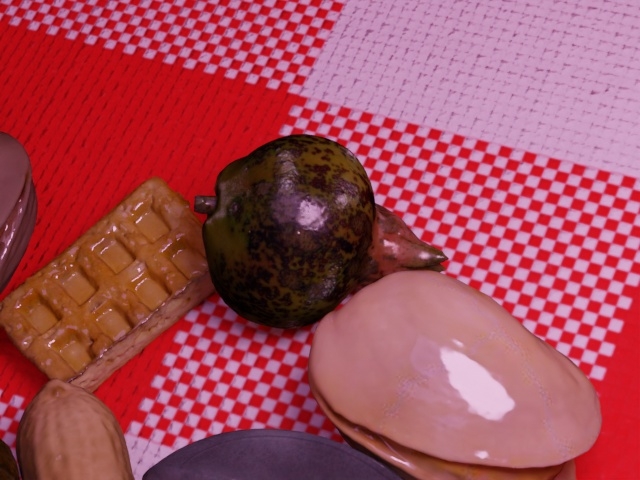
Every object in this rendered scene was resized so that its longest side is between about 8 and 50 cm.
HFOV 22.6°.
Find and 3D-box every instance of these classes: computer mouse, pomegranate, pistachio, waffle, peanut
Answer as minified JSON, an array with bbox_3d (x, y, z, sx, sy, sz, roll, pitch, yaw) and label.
[{"bbox_3d":[-0.005,0.276,1.676,0.370,0.188,0.122,12,60,18],"label":"computer mouse"},{"bbox_3d":[-0.001,-0.014,1.853,0.276,0.222,0.204,-12,58,-29],"label":"pomegranate"},{"bbox_3d":[-0.430,-0.005,1.947,0.197,0.166,0.288,-13,52,35],"label":"pistachio"},{"bbox_3d":[-0.248,0.058,1.940,0.274,0.057,0.168,-41,58,-13],"label":"waffle"},{"bbox_3d":[-0.260,0.291,1.751,0.147,0.147,0.319,-24,48,-2],"label":"peanut"},{"bbox_3d":[0.137,0.163,1.698,0.321,0.229,0.238,26,41,14],"label":"pistachio"}]

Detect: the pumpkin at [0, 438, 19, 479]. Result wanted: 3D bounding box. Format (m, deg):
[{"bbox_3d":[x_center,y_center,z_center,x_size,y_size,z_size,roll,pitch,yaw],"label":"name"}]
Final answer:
[{"bbox_3d":[-0.404,0.308,1.731,0.157,0.224,0.224,3,55,-20],"label":"pumpkin"}]
